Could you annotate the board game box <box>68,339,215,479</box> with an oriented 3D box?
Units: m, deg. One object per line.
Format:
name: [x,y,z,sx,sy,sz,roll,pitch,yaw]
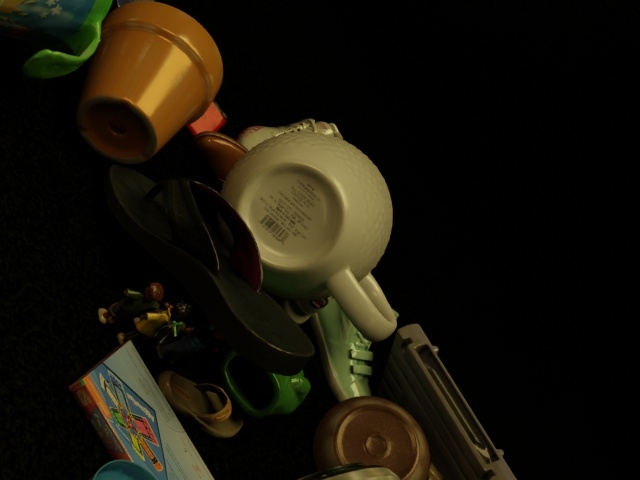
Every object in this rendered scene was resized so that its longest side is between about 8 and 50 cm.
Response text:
board game box: [-0.207,0.273,1.444,0.281,0.027,0.145,60,19,-6]

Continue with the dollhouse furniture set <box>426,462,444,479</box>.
dollhouse furniture set: [0.149,0.431,1.978,0.151,0.144,0.123,47,16,0]

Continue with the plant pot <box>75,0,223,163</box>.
plant pot: [-0.271,-0.222,1.704,0.205,0.205,0.188,51,38,-28]

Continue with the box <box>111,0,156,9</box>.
box: [-0.345,-0.458,2.024,0.136,0.036,0.225,33,34,-53]

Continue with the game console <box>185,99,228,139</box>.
game console: [-0.241,-0.253,2.050,0.144,0.085,0.124,54,53,-20]

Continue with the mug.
mug: [0.000,0.000,1.816,0.374,0.276,0.328,55,6,3]

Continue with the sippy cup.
sippy cup: [-0.422,-0.368,1.487,0.305,0.240,0.224,29,21,24]

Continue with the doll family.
doll family: [-0.202,0.113,1.536,0.193,0.111,0.076,25,42,-60]

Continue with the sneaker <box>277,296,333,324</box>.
sneaker: [-0.009,-0.004,2.112,0.122,0.146,0.330,41,27,-42]

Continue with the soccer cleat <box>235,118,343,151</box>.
soccer cleat: [-0.058,-0.192,2.227,0.116,0.143,0.331,63,20,2]

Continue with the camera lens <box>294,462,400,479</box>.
camera lens: [0.038,0.453,1.528,0.219,0.219,0.274,23,43,-60]

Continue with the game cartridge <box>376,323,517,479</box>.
game cartridge: [0.218,0.352,2.042,0.230,0.068,0.355,98,-31,-49]

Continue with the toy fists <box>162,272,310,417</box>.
toy fists: [-0.117,0.137,1.700,0.279,0.096,0.142,53,13,9]

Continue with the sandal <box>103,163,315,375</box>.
sandal: [-0.144,0.011,1.591,0.446,0.107,0.167,44,18,32]

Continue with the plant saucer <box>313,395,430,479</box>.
plant saucer: [0.089,0.341,1.867,0.036,0.199,0.198,113,-36,-57]

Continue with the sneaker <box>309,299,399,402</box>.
sneaker: [0.081,0.196,2.062,0.094,0.151,0.256,17,50,-65]

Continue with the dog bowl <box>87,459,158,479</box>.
dog bowl: [-0.202,0.392,1.239,0.166,0.074,0.297,12,53,-65]

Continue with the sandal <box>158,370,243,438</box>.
sandal: [-0.158,0.226,1.590,0.180,0.049,0.072,41,29,-47]

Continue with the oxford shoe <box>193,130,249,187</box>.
oxford shoe: [-0.150,-0.111,2.012,0.212,0.076,0.076,47,35,-35]
